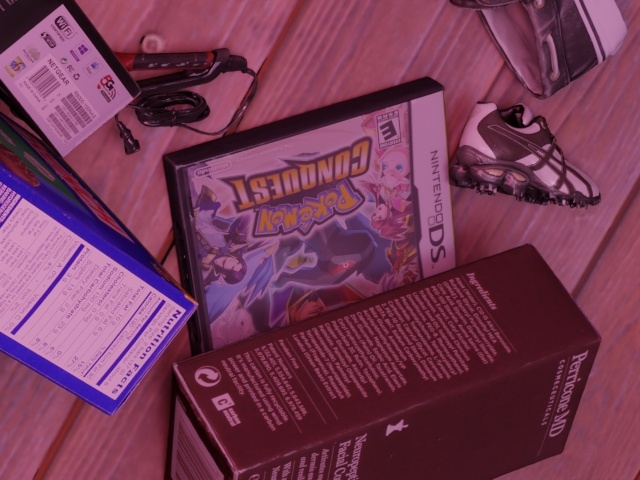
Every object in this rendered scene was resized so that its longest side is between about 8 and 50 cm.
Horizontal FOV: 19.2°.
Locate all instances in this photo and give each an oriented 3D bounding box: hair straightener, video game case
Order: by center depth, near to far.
[{"bbox_3d":[-0.155,-0.120,1.606,0.230,0.047,0.089,-8,116,-31],"label":"hair straightener"},{"bbox_3d":[0.000,0.000,1.748,0.275,0.035,0.248,-18,120,-22],"label":"video game case"}]

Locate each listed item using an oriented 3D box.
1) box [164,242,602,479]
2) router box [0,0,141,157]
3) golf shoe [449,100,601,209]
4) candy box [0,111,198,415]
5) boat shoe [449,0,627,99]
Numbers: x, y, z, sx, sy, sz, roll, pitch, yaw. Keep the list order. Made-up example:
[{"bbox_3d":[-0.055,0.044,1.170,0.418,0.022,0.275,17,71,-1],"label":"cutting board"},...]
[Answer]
[{"bbox_3d":[0.054,0.159,1.756,0.381,0.143,0.191,-20,144,-22],"label":"box"},{"bbox_3d":[-0.281,-0.227,1.357,0.081,0.243,0.309,-41,126,-8],"label":"router box"},{"bbox_3d":[0.207,-0.081,1.802,0.198,0.077,0.094,11,85,-48],"label":"golf shoe"},{"bbox_3d":[-0.274,-0.037,1.397,0.122,0.268,0.317,-49,139,1],"label":"candy box"},{"bbox_3d":[0.165,-0.248,1.674,0.119,0.121,0.335,-47,128,-8],"label":"boat shoe"}]
